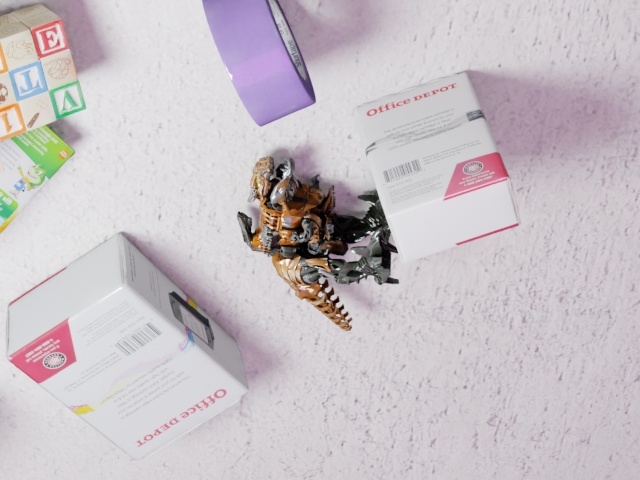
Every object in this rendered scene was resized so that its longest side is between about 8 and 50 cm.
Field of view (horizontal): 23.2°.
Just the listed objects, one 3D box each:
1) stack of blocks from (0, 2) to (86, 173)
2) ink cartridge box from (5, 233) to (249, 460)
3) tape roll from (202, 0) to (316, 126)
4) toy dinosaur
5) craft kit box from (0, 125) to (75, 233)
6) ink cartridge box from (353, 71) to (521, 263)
[{"bbox_3d":[-0.455,-0.166,1.971,0.297,0.087,0.171,-24,121,-21],"label":"stack of blocks"},{"bbox_3d":[-0.290,0.165,2.347,0.226,0.131,0.306,-32,130,14],"label":"ink cartridge box"},{"bbox_3d":[-0.078,-0.247,2.003,0.080,0.189,0.189,-23,131,7],"label":"tape roll"},{"bbox_3d":[0.000,0.000,2.291,0.218,0.164,0.322,-8,151,14],"label":"toy dinosaur"},{"bbox_3d":[-0.495,-0.108,2.060,0.246,0.061,0.250,-46,127,-2],"label":"craft kit box"},{"bbox_3d":[0.157,-0.104,2.145,0.172,0.237,0.100,-18,134,3],"label":"ink cartridge box"}]
